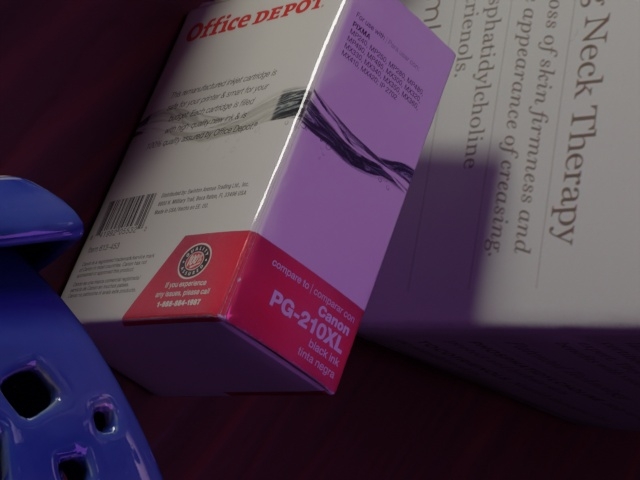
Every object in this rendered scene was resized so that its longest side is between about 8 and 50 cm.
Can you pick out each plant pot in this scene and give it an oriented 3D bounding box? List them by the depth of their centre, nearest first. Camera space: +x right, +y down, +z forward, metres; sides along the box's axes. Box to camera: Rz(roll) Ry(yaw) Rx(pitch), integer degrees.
[{"bbox_3d":[-0.224,0.096,0.815,0.236,0.236,0.212,-8,80,-29],"label":"plant pot"}]

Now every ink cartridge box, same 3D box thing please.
[{"bbox_3d":[-0.039,-0.032,1.047,0.100,0.172,0.237,37,63,-34],"label":"ink cartridge box"}]

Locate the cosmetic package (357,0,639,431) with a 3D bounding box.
[{"bbox_3d":[0.280,-0.055,1.160,0.327,0.393,0.329,26,68,-47],"label":"cosmetic package"}]
